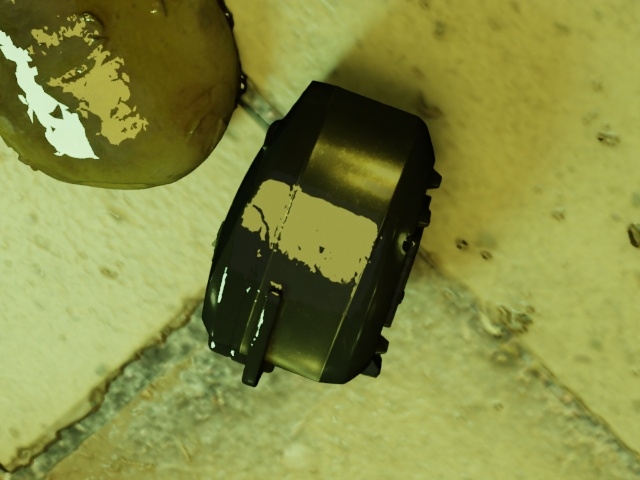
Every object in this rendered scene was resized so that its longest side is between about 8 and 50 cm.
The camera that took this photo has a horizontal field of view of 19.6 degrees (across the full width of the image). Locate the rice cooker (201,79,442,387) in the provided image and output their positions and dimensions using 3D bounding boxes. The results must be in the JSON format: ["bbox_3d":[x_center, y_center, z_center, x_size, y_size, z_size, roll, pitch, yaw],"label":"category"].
[{"bbox_3d":[0.000,0.000,0.955,0.106,0.112,0.165,14,122,4],"label":"rice cooker"}]

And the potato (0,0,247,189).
[{"bbox_3d":[-0.134,-0.106,0.961,0.164,0.081,0.200,-30,108,29],"label":"potato"}]
